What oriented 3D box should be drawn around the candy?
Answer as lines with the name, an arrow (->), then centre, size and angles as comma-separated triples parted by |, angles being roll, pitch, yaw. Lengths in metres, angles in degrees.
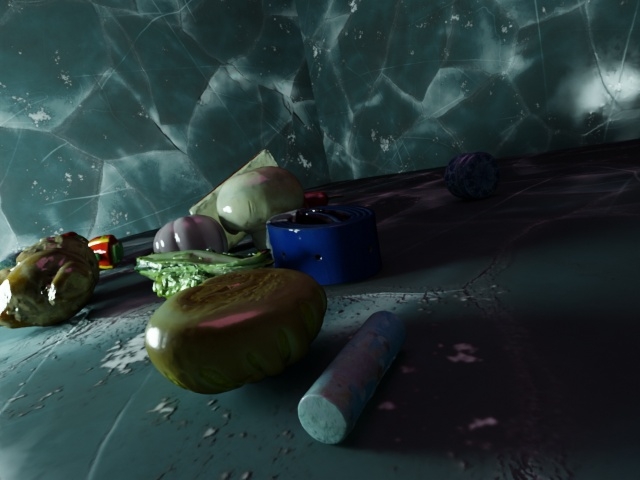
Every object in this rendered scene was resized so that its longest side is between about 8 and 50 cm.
candy -> -0.244, -0.125, 1.280 | 0.321, 0.179, 0.135 | -40, 15, -5

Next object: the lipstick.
lipstick -> 0.037, 0.120, 0.380 | 0.048, 0.048, 0.158 | -6, 13, 30

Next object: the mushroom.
mushroom -> -0.150, -0.077, 1.087 | 0.254, 0.234, 0.260 | -8, 17, 43

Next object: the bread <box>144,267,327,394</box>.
bread -> -0.088, 0.099, 0.469 | 0.213, 0.104, 0.213 | -9, 9, 1

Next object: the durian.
durian -> -0.251, 0.068, 0.791 | 0.375, 0.106, 0.132 | -6, 15, 26

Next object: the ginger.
ginger -> -0.610, 0.098, 0.908 | 0.375, 0.176, 0.256 | 4, 37, 49

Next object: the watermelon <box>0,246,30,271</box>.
watermelon -> -0.832, 0.140, 1.109 | 0.226, 0.148, 0.318 | -26, 12, 46

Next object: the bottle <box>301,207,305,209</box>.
bottle -> -0.095, -0.054, 1.276 | 0.110, 0.097, 0.209 | 0, 4, -29

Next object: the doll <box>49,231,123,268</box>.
doll -> -0.890, 0.057, 1.404 | 0.363, 0.160, 0.182 | -14, 18, -7

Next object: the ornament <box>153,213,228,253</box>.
ornament -> -0.321, 0.023, 1.013 | 0.177, 0.177, 0.177 | -12, 11, 2

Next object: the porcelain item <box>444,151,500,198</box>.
porcelain item -> 0.484, -0.206, 1.279 | 0.147, 0.147, 0.114 | -15, 10, -14

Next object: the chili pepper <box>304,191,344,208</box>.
chili pepper -> -0.080, -0.150, 1.824 | 0.368, 0.092, 0.137 | -24, 34, -23

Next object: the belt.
belt -> 0.000, 0.000, 0.855 | 0.212, 0.117, 0.347 | -14, 13, -15

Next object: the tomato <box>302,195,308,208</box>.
tomato -> -0.197, -0.154, 1.553 | 0.298, 0.226, 0.298 | -12, 15, 3
